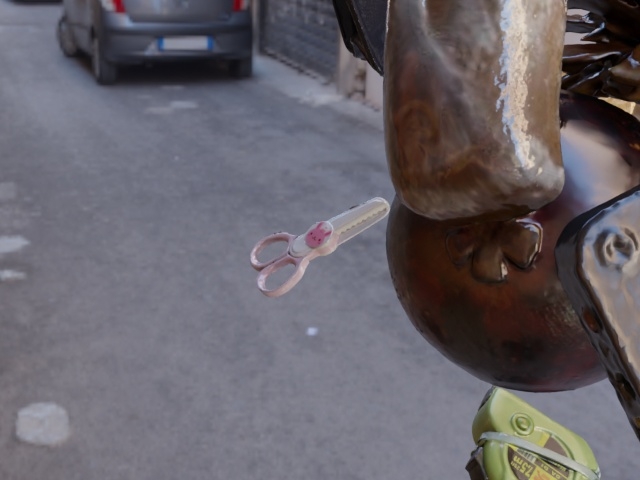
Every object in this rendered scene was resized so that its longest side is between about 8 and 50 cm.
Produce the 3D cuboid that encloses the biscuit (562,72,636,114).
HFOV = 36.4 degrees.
[{"bbox_3d":[0.378,-0.179,1.548,0.232,0.236,0.013,16,2,-11],"label":"biscuit"}]

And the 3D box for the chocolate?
[{"bbox_3d":[0.105,-0.141,0.761,0.157,0.253,0.080,-8,-14,43],"label":"chocolate"}]

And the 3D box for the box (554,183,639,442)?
[{"bbox_3d":[0.300,0.106,0.577,0.211,0.350,0.058,-27,1,-6],"label":"box"}]

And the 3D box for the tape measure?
[{"bbox_3d":[0.264,0.289,1.230,0.178,0.087,0.154,29,52,8],"label":"tape measure"}]

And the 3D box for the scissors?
[{"bbox_3d":[0.000,0.000,1.529,0.242,0.030,0.118,-27,45,10],"label":"scissors"}]

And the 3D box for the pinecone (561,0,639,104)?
[{"bbox_3d":[0.382,-0.282,0.904,0.385,0.384,0.384,2,18,-1],"label":"pinecone"}]

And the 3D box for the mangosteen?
[{"bbox_3d":[0.210,-0.002,0.936,0.311,0.311,0.311,2,18,-1],"label":"mangosteen"}]

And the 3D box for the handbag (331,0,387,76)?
[{"bbox_3d":[0.151,-0.435,1.424,0.303,0.329,0.122,-29,39,-11],"label":"handbag"}]
